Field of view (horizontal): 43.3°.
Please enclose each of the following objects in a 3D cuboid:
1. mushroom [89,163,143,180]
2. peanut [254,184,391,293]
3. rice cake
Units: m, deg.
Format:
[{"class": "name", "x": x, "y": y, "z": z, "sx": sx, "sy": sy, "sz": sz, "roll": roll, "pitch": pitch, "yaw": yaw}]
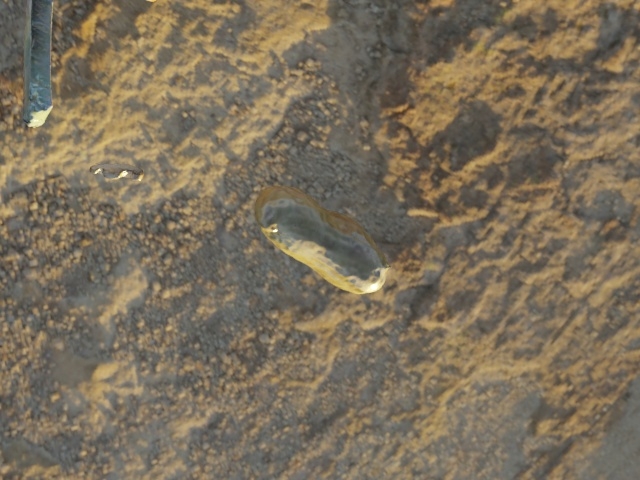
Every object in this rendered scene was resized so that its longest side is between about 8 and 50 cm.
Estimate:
[{"class": "mushroom", "x": -0.372, "y": -0.125, "z": 1.474, "sx": 0.101, "sy": 0.049, "sz": 0.019, "roll": 8, "pitch": 114, "yaw": 8}, {"class": "peanut", "x": 0.000, "y": 0.000, "z": 1.072, "sx": 0.214, "sy": 0.099, "sz": 0.099, "roll": 27, "pitch": 102, "yaw": -25}, {"class": "rice cake", "x": -0.372, "y": -0.241, "z": 1.066, "sx": 0.034, "sy": 0.211, "sz": 0.043, "roll": 9, "pitch": 148, "yaw": -31}]
